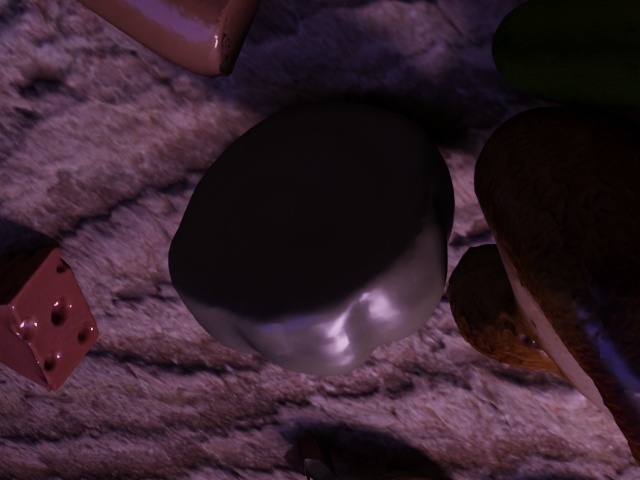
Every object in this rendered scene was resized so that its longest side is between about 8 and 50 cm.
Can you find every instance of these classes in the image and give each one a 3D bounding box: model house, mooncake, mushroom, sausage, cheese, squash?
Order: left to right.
[{"bbox_3d":[-0.432,0.092,1.865,0.177,0.128,0.203,15,144,25],"label":"cheese"},{"bbox_3d":[-0.165,-0.251,1.199,0.253,0.123,0.123,34,147,-5],"label":"sausage"},{"bbox_3d":[-0.018,0.299,1.843,0.058,0.057,0.083,45,-170,-25],"label":"model house"},{"bbox_3d":[0.000,0.000,1.257,0.275,0.275,0.135,11,148,30],"label":"mooncake"},{"bbox_3d":[0.248,0.042,1.089,0.345,0.239,0.345,29,-170,-6],"label":"mushroom"},{"bbox_3d":[0.277,-0.138,0.966,0.379,0.101,0.101,4,138,47],"label":"squash"}]

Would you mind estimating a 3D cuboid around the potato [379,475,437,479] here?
[{"bbox_3d":[0.078,0.374,1.762,0.150,0.146,0.234,31,149,-33],"label":"potato"}]
